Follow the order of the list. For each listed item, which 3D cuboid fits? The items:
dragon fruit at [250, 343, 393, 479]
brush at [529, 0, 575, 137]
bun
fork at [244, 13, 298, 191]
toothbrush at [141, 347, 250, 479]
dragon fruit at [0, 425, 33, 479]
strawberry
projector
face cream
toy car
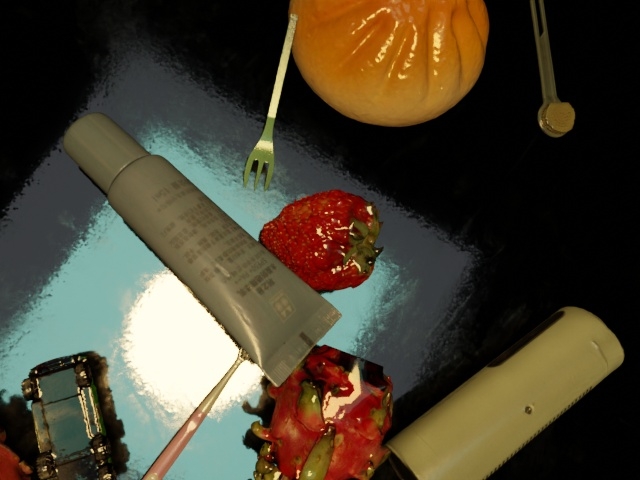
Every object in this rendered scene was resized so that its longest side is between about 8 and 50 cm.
[{"bbox_3d":[0.003,0.213,0.577,0.166,0.160,0.171,35,73,-49],"label":"dragon fruit"},{"bbox_3d":[0.374,-0.300,0.815,0.062,0.027,0.266,-3,81,-14],"label":"brush"},{"bbox_3d":[0.109,-0.311,0.685,0.299,0.165,0.298,2,82,-13],"label":"bun"},{"bbox_3d":[-0.063,-0.180,0.651,0.039,0.021,0.235,11,100,-14],"label":"fork"},{"bbox_3d":[-0.158,0.227,0.601,0.020,0.025,0.286,38,75,-4],"label":"toothbrush"},{"bbox_3d":[-0.357,0.280,0.496,0.137,0.135,0.235,-30,106,-22],"label":"dragon fruit"},{"bbox_3d":[0.005,0.002,0.641,0.131,0.148,0.131,10,77,-50],"label":"strawberry"},{"bbox_3d":[0.246,0.219,0.656,0.338,0.108,0.108,-31,89,-16],"label":"projector"},{"bbox_3d":[-0.149,-0.005,0.585,0.385,0.086,0.135,42,44,7],"label":"face cream"},{"bbox_3d":[-0.278,0.213,0.555,0.071,0.062,0.165,-14,84,-16],"label":"toy car"}]
